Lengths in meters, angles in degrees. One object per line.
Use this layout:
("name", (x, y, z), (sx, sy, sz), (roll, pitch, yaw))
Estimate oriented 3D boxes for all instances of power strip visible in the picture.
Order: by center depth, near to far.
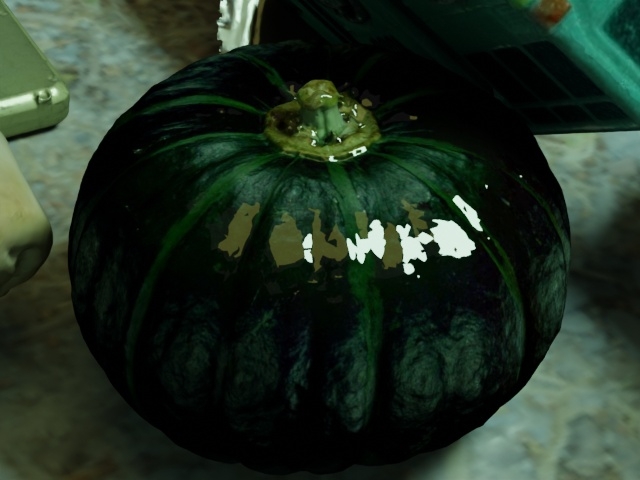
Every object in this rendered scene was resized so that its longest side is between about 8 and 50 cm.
("power strip", (-0.188, -0.102, 0.923), (0.076, 0.028, 0.169), (-17, 46, -25))

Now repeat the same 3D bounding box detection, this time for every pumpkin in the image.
("pumpkin", (0.000, 0.000, 0.737), (0.202, 0.140, 0.202), (4, 36, -3))

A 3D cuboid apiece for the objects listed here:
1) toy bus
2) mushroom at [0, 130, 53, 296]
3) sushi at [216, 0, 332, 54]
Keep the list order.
("toy bus", (0.083, -0.120, 0.805), (0.147, 0.256, 0.128), (42, 81, -13))
("mushroom", (-0.235, -0.085, 0.756), (0.292, 0.292, 0.290), (-16, 78, -25))
("sushi", (0.022, -0.182, 0.965), (0.192, 0.043, 0.279), (-6, 77, -16))
